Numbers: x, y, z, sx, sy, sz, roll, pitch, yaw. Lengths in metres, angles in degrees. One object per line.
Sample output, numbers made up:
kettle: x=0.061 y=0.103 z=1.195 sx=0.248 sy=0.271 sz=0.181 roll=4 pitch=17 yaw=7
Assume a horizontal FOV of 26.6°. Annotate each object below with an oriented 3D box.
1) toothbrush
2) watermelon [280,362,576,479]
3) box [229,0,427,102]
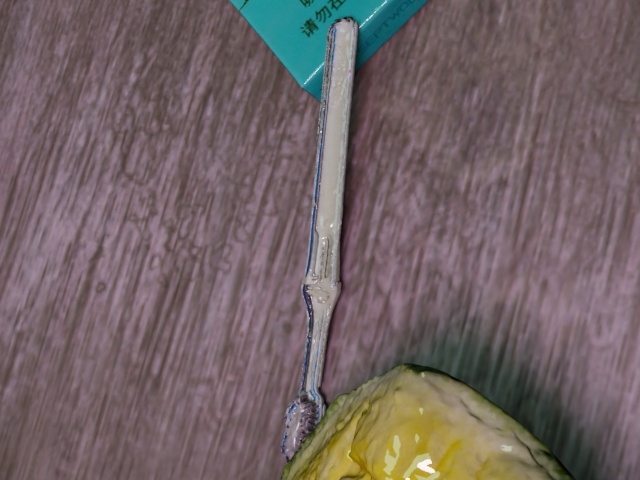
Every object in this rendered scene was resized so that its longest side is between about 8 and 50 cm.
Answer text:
toothbrush: x=0.002 y=0.000 z=0.862 sx=0.026 sy=0.028 sz=0.294 roll=4 pitch=82 yaw=20
watermelon: x=0.047 y=0.245 z=0.665 sx=0.189 sy=0.331 sz=0.331 roll=25 pitch=87 yaw=-7
box: x=-0.011 y=-0.227 z=0.941 sx=0.161 sy=0.042 sz=0.226 roll=-43 pitch=62 yaw=10
